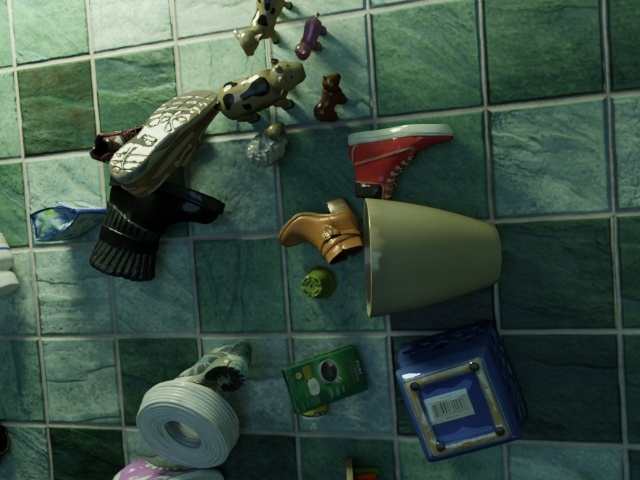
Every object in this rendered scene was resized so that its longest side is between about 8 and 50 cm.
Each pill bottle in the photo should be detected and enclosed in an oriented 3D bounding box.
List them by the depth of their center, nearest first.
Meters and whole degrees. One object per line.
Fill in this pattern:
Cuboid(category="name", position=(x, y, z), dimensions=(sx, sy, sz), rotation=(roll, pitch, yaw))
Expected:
Cuboid(category="pill bottle", position=(-0.018, 0.367, 1.540), dimensions=(0.065, 0.065, 0.117), rotation=(-6, 92, 17))
Cuboid(category="pill bottle", position=(-0.940, 0.028, 1.750), dimensions=(0.152, 0.152, 0.272), rotation=(-30, 85, 16))

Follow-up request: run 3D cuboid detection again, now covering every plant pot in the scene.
Cuboid(category="plant pot", position=(0.296, 0.326, 1.367), dimensions=(0.235, 0.212, 0.236), rotation=(-21, 89, 17))
Cuboid(category="plant pot", position=(0.235, 0.033, 1.369), dimensions=(0.273, 0.256, 0.257), rotation=(-2, 93, 0))
Cuboid(category="plant pot", position=(-0.010, 0.105, 1.512), dimensions=(0.083, 0.079, 0.084), rotation=(1, 95, 17))

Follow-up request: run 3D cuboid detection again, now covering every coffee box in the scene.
Cuboid(category="coffee box", position=(0.011, 0.324, 1.495), dimensions=(0.184, 0.040, 0.113), rotation=(-17, 89, -16))

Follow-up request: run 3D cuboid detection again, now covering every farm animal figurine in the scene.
Cuboid(category="farm animal figurine", position=(-0.113, -0.380, 1.461), dimensions=(0.326, 0.172, 0.330), rotation=(-35, 83, 16))

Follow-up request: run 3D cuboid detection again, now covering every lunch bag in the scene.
Cuboid(category="lunch bag", position=(-0.651, -0.056, 1.669), dimensions=(0.151, 0.129, 0.096), rotation=(-14, 90, 18))

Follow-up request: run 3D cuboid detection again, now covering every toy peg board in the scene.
Cuboid(category="toy peg board", position=(0.103, 0.608, 1.479), dimensions=(0.079, 0.160, 0.161), rotation=(-4, 93, 1))

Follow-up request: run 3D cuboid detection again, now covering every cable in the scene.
Cuboid(category="cable", position=(-0.328, 0.454, 1.578), dimensions=(0.257, 0.089, 0.257), rotation=(20, 129, 7))

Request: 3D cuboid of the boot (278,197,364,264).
Cuboid(category="boot", position=(0.000, 0.000, 1.472), dimensions=(0.197, 0.073, 0.152), rotation=(-31, 52, 13))

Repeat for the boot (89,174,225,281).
Cuboid(category="boot", position=(-0.407, -0.017, 1.594), dimensions=(0.347, 0.131, 0.260), rotation=(13, 90, 26))

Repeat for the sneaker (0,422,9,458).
Cuboid(category="sneaker", position=(-1.003, 0.529, 1.834), dimensions=(0.146, 0.104, 0.296), rotation=(-37, 89, 14))

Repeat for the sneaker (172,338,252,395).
Cuboid(category="sneaker", position=(-0.265, 0.332, 1.602), dimensions=(0.283, 0.122, 0.110), rotation=(-28, 115, 36))

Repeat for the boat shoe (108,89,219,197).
Cuboid(category="boat shoe", position=(-0.354, -0.231, 1.513), dimensions=(0.123, 0.116, 0.324), rotation=(30, 67, 34))

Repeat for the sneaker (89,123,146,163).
Cuboid(category="sneaker", position=(-0.443, -0.242, 1.575), dimensions=(0.281, 0.162, 0.107), rotation=(-20, 88, 17))

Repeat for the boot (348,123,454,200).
Cuboid(category="boot", position=(0.186, -0.167, 1.434), dimensions=(0.244, 0.088, 0.176), rotation=(-6, 92, 25))

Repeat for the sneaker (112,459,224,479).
Cuboid(category="sneaker", position=(-0.399, 0.609, 1.647), dimensions=(0.281, 0.161, 0.102), rotation=(-8, 115, -17))
